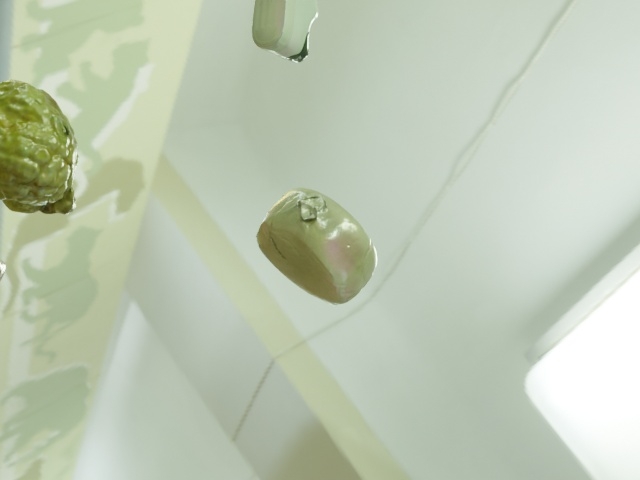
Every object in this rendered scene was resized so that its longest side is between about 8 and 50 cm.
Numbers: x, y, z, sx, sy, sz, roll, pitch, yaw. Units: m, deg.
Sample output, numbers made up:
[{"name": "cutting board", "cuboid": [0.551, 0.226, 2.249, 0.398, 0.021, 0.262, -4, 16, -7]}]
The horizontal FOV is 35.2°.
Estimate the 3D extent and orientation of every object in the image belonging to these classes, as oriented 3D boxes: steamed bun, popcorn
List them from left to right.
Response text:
[{"name": "popcorn", "cuboid": [-0.534, -0.148, 1.791, 0.237, 0.206, 0.251, -5, -55, 30]}, {"name": "steamed bun", "cuboid": [0.000, 0.000, 1.956, 0.238, 0.170, 0.152, 37, -37, 10]}]

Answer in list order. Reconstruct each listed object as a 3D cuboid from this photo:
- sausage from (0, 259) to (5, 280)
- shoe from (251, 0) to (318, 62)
[{"name": "sausage", "cuboid": [-0.677, 0.155, 1.704, 0.116, 0.354, 0.134, 41, -9, -29]}, {"name": "shoe", "cuboid": [-0.051, -0.430, 1.734, 0.095, 0.110, 0.265, 0, -108, 34]}]
